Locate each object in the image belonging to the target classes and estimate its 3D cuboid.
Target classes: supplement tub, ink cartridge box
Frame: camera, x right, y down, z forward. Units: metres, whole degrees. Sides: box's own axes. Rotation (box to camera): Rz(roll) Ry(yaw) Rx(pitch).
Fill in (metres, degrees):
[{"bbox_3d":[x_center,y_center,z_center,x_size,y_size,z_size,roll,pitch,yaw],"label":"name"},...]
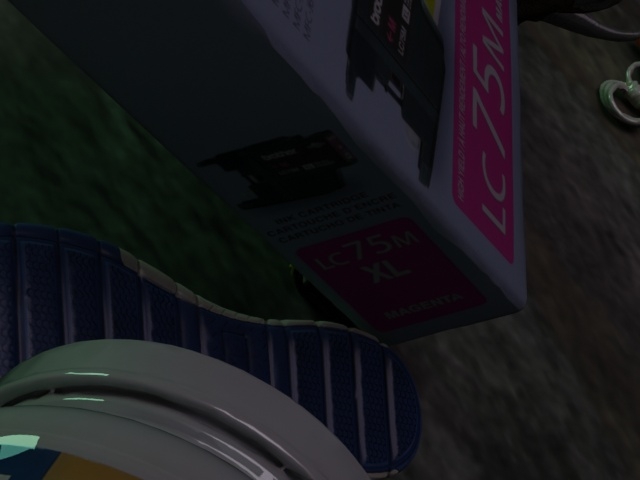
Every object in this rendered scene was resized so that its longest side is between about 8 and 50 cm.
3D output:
[{"bbox_3d":[-0.068,0.126,0.383,0.144,0.144,0.199,36,38,-3],"label":"supplement tub"},{"bbox_3d":[-0.032,-0.121,0.509,0.311,0.065,0.185,42,40,-45],"label":"ink cartridge box"}]

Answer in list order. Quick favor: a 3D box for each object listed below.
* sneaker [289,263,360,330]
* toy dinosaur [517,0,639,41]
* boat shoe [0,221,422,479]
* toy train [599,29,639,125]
[{"bbox_3d":[0.000,0.000,0.659,0.083,0.031,0.035,48,39,12],"label":"sneaker"},{"bbox_3d":[-0.019,-0.165,0.771,0.313,0.121,0.160,46,26,17],"label":"toy dinosaur"},{"bbox_3d":[-0.057,0.048,0.532,0.183,0.066,0.066,20,56,-35],"label":"boat shoe"},{"bbox_3d":[0.218,-0.050,0.874,0.166,0.046,0.125,37,37,-2],"label":"toy train"}]
